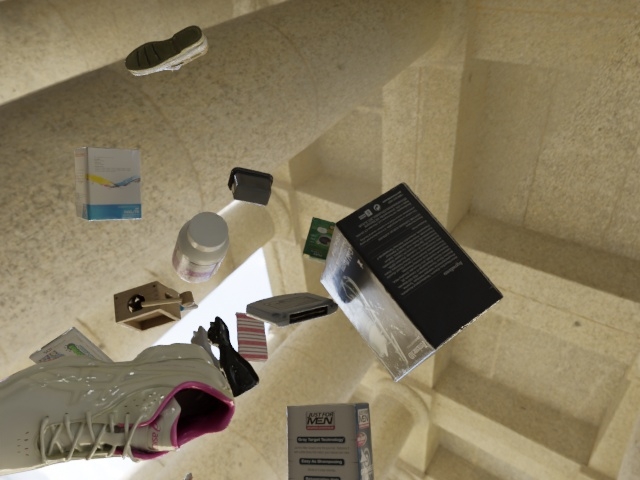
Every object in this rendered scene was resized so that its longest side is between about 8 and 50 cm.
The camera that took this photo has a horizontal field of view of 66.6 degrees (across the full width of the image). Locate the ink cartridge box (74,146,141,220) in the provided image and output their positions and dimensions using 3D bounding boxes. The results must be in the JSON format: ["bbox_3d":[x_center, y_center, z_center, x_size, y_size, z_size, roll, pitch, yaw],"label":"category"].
[{"bbox_3d":[-0.823,-0.221,1.887,0.198,0.197,0.270,10,-78,51],"label":"ink cartridge box"}]

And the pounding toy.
[{"bbox_3d":[-0.437,0.155,1.299,0.181,0.206,0.094,63,10,-65],"label":"pounding toy"}]

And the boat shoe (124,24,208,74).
[{"bbox_3d":[-0.546,-0.661,1.756,0.103,0.302,0.113,59,12,-76],"label":"boat shoe"}]

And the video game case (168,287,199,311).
[{"bbox_3d":[-0.476,0.194,1.612,0.119,0.015,0.166,32,-3,5],"label":"video game case"}]

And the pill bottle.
[{"bbox_3d":[-0.401,0.022,1.642,0.169,0.169,0.301,46,-33,2],"label":"pill bottle"}]

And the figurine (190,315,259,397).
[{"bbox_3d":[-0.280,0.321,1.337,0.215,0.092,0.210,-29,-96,50],"label":"figurine"}]

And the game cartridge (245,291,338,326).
[{"bbox_3d":[-0.106,0.241,1.741,0.198,0.297,0.062,4,-83,45],"label":"game cartridge"}]

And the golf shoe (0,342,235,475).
[{"bbox_3d":[-0.237,0.195,0.548,0.140,0.306,0.115,19,-70,47],"label":"golf shoe"}]

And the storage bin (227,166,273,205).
[{"bbox_3d":[-0.214,-0.153,1.495,0.135,0.091,0.098,11,-57,-19],"label":"storage bin"}]

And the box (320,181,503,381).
[{"bbox_3d":[0.265,0.156,1.632,0.472,0.297,0.480,51,-21,18],"label":"box"}]

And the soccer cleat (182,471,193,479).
[{"bbox_3d":[-0.337,0.602,1.180,0.029,0.083,0.035,-15,-48,45],"label":"soccer cleat"}]

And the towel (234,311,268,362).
[{"bbox_3d":[-0.275,0.381,1.923,0.029,0.144,0.197,-27,-121,34],"label":"towel"}]

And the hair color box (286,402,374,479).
[{"bbox_3d":[0.025,0.539,1.066,0.173,0.347,0.105,-10,-18,23],"label":"hair color box"}]

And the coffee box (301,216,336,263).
[{"bbox_3d":[0.000,0.000,1.904,0.113,0.184,0.040,14,-35,-2],"label":"coffee box"}]

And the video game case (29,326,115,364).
[{"bbox_3d":[-0.653,0.318,1.288,0.157,0.143,0.019,55,4,-27],"label":"video game case"}]
